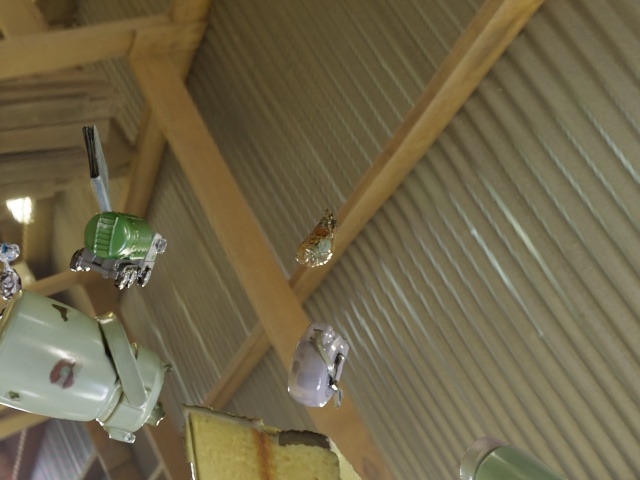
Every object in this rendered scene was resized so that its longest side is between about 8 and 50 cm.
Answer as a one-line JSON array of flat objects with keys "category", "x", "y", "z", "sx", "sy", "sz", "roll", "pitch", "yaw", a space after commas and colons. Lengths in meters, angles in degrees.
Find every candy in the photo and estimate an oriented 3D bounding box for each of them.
[{"category": "candy", "x": -0.814, "y": 0.103, "z": 1.958, "sx": 0.051, "sy": 0.094, "sz": 0.227, "roll": 19, "pitch": -59, "yaw": 34}]

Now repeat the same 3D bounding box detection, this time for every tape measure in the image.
[{"category": "tape measure", "x": 0.002, "y": 0.280, "z": 1.671, "sx": 0.105, "sy": 0.179, "sz": 0.196, "roll": 14, "pitch": -11, "yaw": 16}]

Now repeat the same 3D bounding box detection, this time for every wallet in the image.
[{"category": "wallet", "x": -0.562, "y": -0.172, "z": 1.918, "sx": 0.167, "sy": 0.036, "sz": 0.222, "roll": 90, "pitch": -17, "yaw": -46}]

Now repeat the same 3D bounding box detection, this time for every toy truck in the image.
[{"category": "toy truck", "x": -0.359, "y": 0.012, "z": 1.362, "sx": 0.242, "sy": 0.101, "sz": 0.125, "roll": 50, "pitch": 60, "yaw": -87}]

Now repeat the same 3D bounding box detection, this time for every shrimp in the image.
[{"category": "shrimp", "x": 0.000, "y": 0.000, "z": 1.667, "sx": 0.184, "sy": 0.091, "sz": 0.043, "roll": 113, "pitch": -34, "yaw": -44}]

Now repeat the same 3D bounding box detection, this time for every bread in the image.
[{"category": "bread", "x": -0.090, "y": 0.527, "z": 1.362, "sx": 0.345, "sy": 0.405, "sz": 0.242, "roll": -4, "pitch": -29, "yaw": 20}]

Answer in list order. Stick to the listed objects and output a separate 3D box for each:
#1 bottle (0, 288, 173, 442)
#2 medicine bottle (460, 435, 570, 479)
[{"category": "bottle", "x": -0.443, "y": 0.239, "z": 1.435, "sx": 0.229, "sy": 0.351, "sz": 0.229, "roll": -49, "pitch": -154, "yaw": 35}, {"category": "medicine bottle", "x": 0.380, "y": 0.477, "z": 1.455, "sx": 0.225, "sy": 0.139, "sz": 0.139, "roll": 24, "pitch": -52, "yaw": 64}]
